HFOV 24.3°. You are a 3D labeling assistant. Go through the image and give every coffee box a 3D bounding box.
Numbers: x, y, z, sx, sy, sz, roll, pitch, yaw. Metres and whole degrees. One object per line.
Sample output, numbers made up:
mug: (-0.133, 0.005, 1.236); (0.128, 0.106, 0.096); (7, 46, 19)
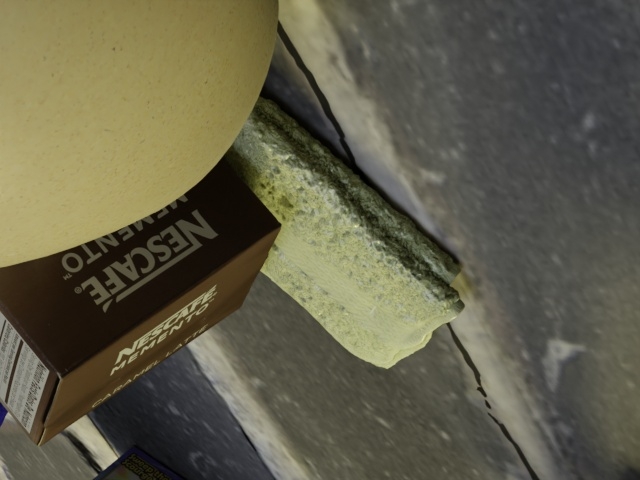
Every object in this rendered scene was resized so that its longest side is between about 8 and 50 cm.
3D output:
coffee box: (-0.155, -0.043, 0.736); (0.246, 0.141, 0.098); (48, 149, 10)

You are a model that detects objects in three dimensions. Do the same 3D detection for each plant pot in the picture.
plant pot: (-0.128, -0.102, 0.585); (0.191, 0.284, 0.284); (24, 167, -39)

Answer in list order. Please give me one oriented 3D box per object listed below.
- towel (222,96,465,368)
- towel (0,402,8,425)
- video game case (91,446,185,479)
towel: (0.000, 0.000, 0.743); (0.148, 0.027, 0.110); (44, 149, 3)
towel: (-0.302, 0.138, 1.015); (0.076, 0.308, 0.228); (-4, 131, 21)
video game case: (-0.112, 0.290, 1.005); (0.269, 0.244, 0.061); (29, 137, 26)
